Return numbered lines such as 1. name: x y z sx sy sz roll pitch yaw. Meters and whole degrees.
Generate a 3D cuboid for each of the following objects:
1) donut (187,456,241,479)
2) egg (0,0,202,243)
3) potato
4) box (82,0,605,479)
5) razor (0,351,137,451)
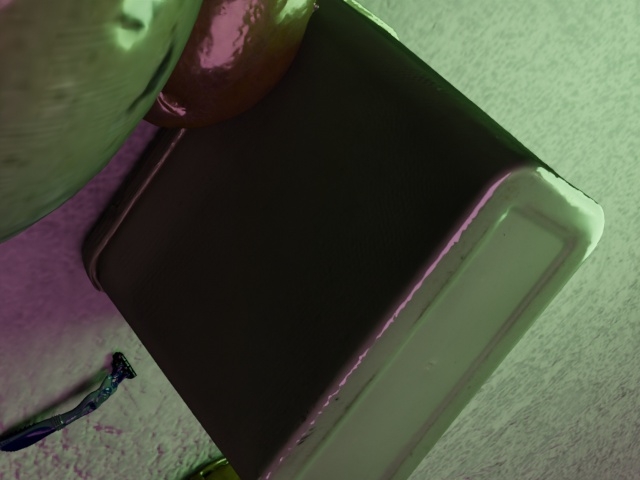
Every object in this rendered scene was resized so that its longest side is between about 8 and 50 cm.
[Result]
1. donut: -0.087 0.355 1.360 0.272 0.107 0.272 -24 140 -22
2. egg: -0.235 -0.177 0.622 0.345 0.345 0.428 -7 140 -34
3. potato: -0.091 -0.181 0.877 0.200 0.155 0.137 -58 162 0
4. box: 0.000 0.000 0.947 0.177 0.344 0.352 26 106 -44
5. razor: -0.255 0.171 1.126 0.155 0.028 0.044 -33 138 -12
